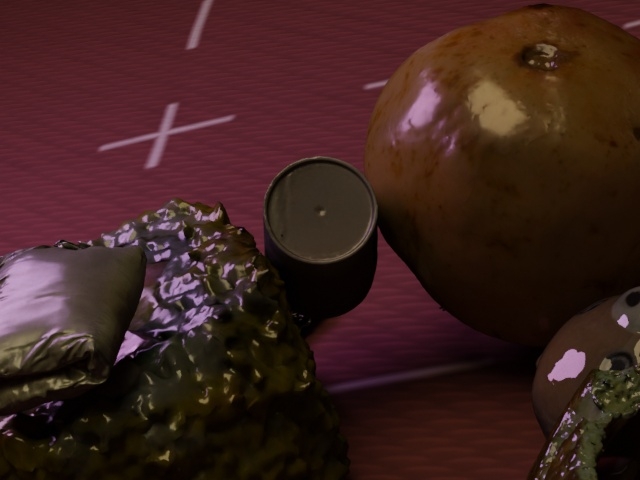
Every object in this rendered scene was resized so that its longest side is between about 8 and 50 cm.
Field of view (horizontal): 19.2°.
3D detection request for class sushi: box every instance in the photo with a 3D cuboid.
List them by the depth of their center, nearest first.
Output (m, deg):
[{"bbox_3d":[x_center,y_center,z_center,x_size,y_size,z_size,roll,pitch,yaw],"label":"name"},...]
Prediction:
[{"bbox_3d":[-0.175,0.156,1.723,0.351,0.240,0.396,-23,25,-6],"label":"sushi"}]

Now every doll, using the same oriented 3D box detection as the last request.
[{"bbox_3d":[0.339,0.100,1.581,0.330,0.174,0.235,-20,31,8],"label":"doll"}]

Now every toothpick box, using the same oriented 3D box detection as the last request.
[{"bbox_3d":[0.000,0.000,1.799,0.111,0.181,0.111,0,72,0],"label":"toothpick box"}]

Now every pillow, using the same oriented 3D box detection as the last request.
[{"bbox_3d":[-0.221,0.069,1.574,0.134,0.078,0.181,-11,32,15],"label":"pillow"}]

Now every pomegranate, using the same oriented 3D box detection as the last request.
[{"bbox_3d":[0.195,-0.055,1.816,0.342,0.342,0.342,-15,28,8],"label":"pomegranate"}]

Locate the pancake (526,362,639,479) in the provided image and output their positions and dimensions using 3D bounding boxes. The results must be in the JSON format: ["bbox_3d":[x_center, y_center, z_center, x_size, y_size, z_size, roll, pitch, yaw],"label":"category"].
[{"bbox_3d":[0.166,0.244,1.414,0.376,0.054,0.197,-64,2,-21],"label":"pancake"}]

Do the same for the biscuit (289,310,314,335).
[{"bbox_3d":[-0.035,0.088,1.980,0.089,0.027,0.087,-18,27,1],"label":"biscuit"}]
